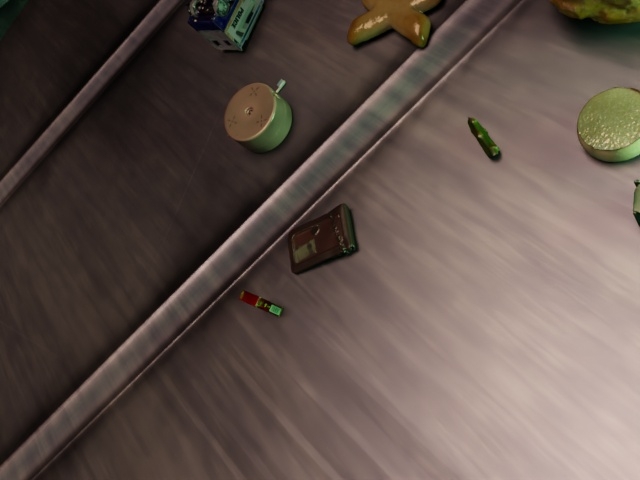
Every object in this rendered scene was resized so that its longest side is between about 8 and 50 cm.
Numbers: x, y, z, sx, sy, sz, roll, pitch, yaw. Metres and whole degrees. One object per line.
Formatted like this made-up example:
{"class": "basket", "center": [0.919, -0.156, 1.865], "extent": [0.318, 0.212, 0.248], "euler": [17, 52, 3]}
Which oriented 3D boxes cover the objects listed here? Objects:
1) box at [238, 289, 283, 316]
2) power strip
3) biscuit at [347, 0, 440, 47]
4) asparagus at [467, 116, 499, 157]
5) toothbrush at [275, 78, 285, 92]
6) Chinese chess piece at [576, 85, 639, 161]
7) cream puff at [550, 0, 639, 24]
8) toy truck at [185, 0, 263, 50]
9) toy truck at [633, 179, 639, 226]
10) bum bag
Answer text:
{"class": "box", "center": [-0.120, 0.128, 1.272], "extent": [0.051, 0.082, 0.023], "euler": [16, 79, 38]}
{"class": "power strip", "center": [-0.149, -0.286, 1.476], "extent": [0.154, 0.078, 0.154], "euler": [-9, 71, 28]}
{"class": "biscuit", "center": [0.165, -0.504, 1.384], "extent": [0.207, 0.047, 0.164], "euler": [13, 79, 38]}
{"class": "asparagus", "center": [0.302, -0.192, 1.164], "extent": [0.025, 0.021, 0.108], "euler": [-32, 54, 14]}
{"class": "toothbrush", "center": [-0.141, -0.331, 1.540], "extent": [0.017, 0.014, 0.162], "euler": [43, 97, 25]}
{"class": "Chinese chess piece", "center": [0.482, -0.188, 1.019], "extent": [0.122, 0.051, 0.122], "euler": [-14, 64, 31]}
{"class": "cream puff", "center": [0.520, -0.534, 1.034], "extent": [0.342, 0.231, 0.327], "euler": [-18, 57, 27]}
{"class": "toy truck", "center": [-0.225, -0.651, 1.655], "extent": [0.124, 0.155, 0.268], "euler": [16, 76, 38]}
{"class": "toy truck", "center": [0.541, -0.068, 0.913], "extent": [0.147, 0.065, 0.079], "euler": [-2, 71, 34]}
{"class": "bum bag", "center": [0.000, 0.000, 1.289], "extent": [0.159, 0.026, 0.109], "euler": [-25, 57, 30]}
